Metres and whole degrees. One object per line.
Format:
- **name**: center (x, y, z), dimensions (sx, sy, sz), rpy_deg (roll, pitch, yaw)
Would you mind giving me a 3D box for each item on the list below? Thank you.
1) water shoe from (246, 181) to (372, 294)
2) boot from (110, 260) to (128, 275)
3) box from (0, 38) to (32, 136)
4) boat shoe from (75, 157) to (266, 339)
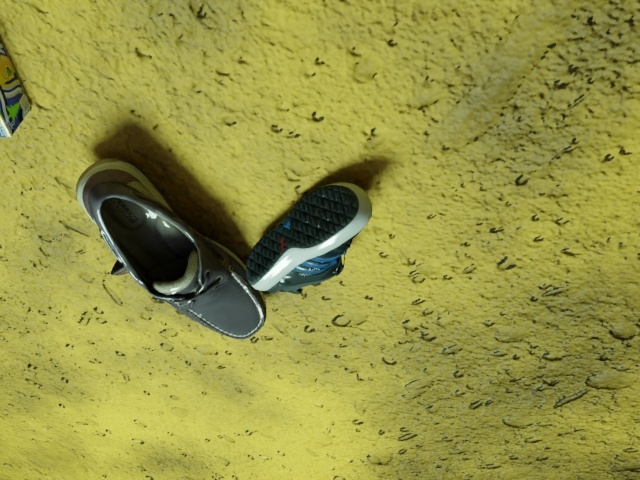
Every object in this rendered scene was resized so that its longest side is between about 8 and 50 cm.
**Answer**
- **water shoe**: center (0.000, 0.000, 0.870), dimensions (0.080, 0.073, 0.203), rpy_deg (17, 148, -35)
- **boot**: center (-0.189, 0.047, 0.988), dimensions (0.106, 0.037, 0.114), rpy_deg (-25, 129, 33)
- **box**: center (-0.347, -0.182, 0.772), dimensions (0.059, 0.054, 0.169), rpy_deg (4, 136, 12)
- **boat shoe**: center (-0.162, 0.029, 0.898), dimensions (0.103, 0.092, 0.285), rpy_deg (-36, 120, 5)
